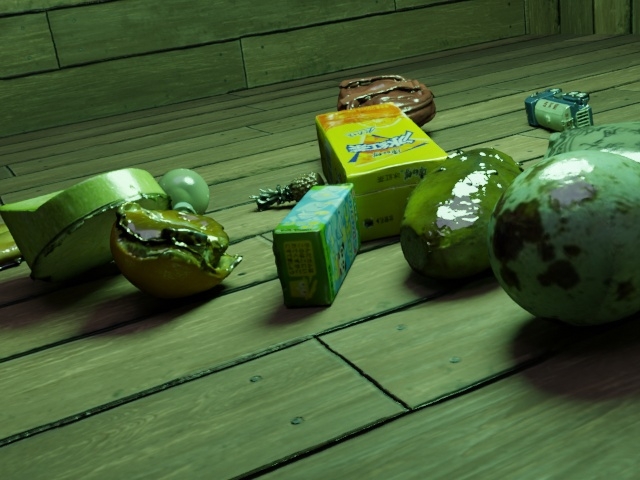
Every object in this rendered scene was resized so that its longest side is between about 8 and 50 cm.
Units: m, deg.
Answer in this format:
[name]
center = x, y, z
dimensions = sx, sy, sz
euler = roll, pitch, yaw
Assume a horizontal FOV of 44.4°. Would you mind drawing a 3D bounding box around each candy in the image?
[candy]
center = 0.000, 0.000, 0.976
dimensions = 0.062, 0.097, 0.194
euler = -4, 19, 16

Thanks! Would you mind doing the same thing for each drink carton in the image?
[drink carton]
center = 0.092, -0.120, 1.238
dimensions = 0.154, 0.111, 0.351
euler = -11, 22, -4

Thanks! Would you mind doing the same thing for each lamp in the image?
[lamp]
center = -0.223, -0.052, 1.268
dimensions = 0.090, 0.091, 0.163
euler = -10, 32, -4

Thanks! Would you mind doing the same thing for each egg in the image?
[egg]
center = 0.267, -0.004, 0.766
dimensions = 0.231, 0.169, 0.169
euler = -9, 16, -32

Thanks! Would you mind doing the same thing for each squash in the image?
[squash]
center = -0.314, -0.045, 1.068
dimensions = 0.220, 0.133, 0.220
euler = -26, -5, -3

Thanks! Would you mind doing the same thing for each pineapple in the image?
[pineapple]
center = -0.053, -0.075, 1.319
dimensions = 0.124, 0.058, 0.058
euler = -18, 16, 14

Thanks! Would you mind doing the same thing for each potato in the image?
[potato]
center = 0.179, -0.038, 0.968
dimensions = 0.149, 0.113, 0.251
euler = 7, 29, 28

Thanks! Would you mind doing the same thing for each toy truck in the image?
[toy truck]
center = 0.488, -0.258, 1.595
dimensions = 0.088, 0.074, 0.202
euler = -20, 20, -6

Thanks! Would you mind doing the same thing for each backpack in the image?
[backpack]
center = 0.144, -0.285, 1.700
dimensions = 0.229, 0.139, 0.229
euler = -10, 18, 3

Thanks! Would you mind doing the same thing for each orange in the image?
[orange]
center = -0.188, 0.017, 0.985
dimensions = 0.169, 0.112, 0.160
euler = 28, 7, -21

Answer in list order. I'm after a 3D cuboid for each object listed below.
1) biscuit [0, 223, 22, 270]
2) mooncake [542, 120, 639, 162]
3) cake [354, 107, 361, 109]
[biscuit]
center = -0.547, 0.012, 1.264
dimensions = 0.202, 0.041, 0.260
euler = 7, 22, 38
[mooncake]
center = 0.392, -0.074, 0.974
dimensions = 0.254, 0.136, 0.250
euler = -3, 23, 18
[cake]
center = 0.062, -0.182, 1.499
dimensions = 0.100, 0.099, 0.235
euler = -10, 19, 0
